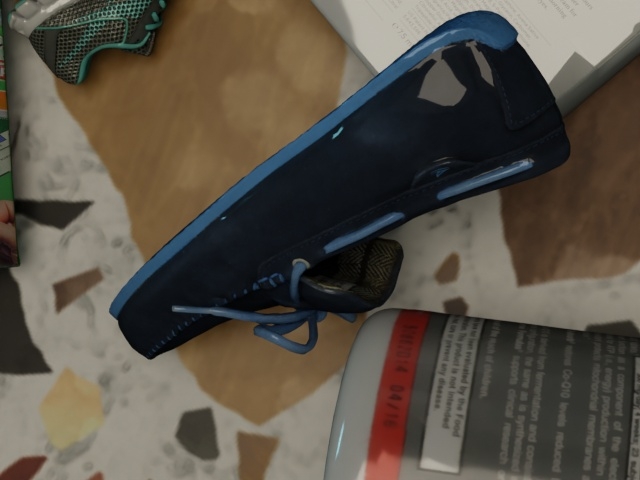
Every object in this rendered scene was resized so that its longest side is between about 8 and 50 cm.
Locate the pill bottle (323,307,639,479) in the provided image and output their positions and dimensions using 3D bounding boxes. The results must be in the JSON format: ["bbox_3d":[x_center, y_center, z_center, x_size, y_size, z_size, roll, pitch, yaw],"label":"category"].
[{"bbox_3d":[0.191,0.162,0.896,0.363,0.210,0.210,6,88,10],"label":"pill bottle"}]

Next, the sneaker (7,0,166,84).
[{"bbox_3d":[-0.127,-0.165,1.050,0.166,0.065,0.076,-29,99,9],"label":"sneaker"}]

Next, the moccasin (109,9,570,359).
[{"bbox_3d":[0.000,0.000,0.928,0.342,0.138,0.117,-36,93,39],"label":"moccasin"}]

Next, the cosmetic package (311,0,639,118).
[{"bbox_3d":[0.086,-0.266,0.996,0.284,0.097,0.377,-40,81,7],"label":"cosmetic package"}]

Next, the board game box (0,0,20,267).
[{"bbox_3d":[-0.354,-0.078,0.976,0.317,0.046,0.213,-3,88,-33],"label":"board game box"}]
